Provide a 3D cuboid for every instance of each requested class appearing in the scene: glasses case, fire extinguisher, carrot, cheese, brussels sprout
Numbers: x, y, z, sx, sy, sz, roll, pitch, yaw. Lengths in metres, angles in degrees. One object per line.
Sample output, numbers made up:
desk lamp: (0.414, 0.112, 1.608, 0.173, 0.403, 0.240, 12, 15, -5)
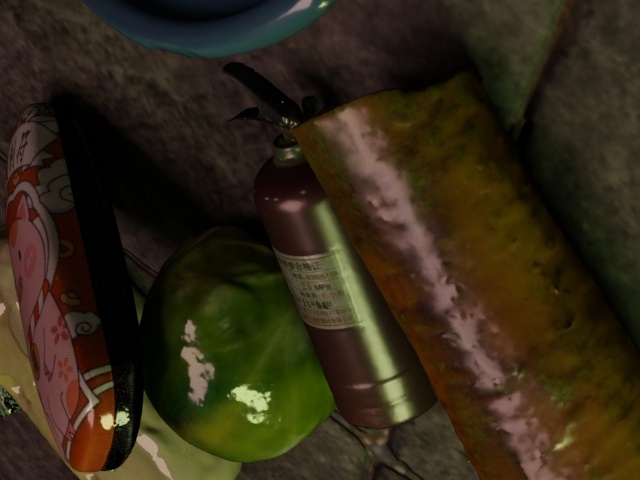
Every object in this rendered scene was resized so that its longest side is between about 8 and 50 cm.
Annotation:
glasses case: (-0.164, 0.026, 1.076, 0.103, 0.067, 0.266, 114, 145, -47)
fire extinguisher: (0.000, 0.000, 0.977, 0.099, 0.071, 0.231, 17, 136, 53)
carrot: (0.099, 0.043, 0.880, 0.114, 0.114, 0.302, -14, 109, 52)
cheese: (-0.175, 0.104, 1.243, 0.263, 0.093, 0.159, 51, 144, -4)
brussels sprout: (-0.061, 0.076, 1.068, 0.151, 0.122, 0.149, 47, 142, 0)

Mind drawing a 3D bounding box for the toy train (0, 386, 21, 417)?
toy train: (-0.292, 0.087, 1.397, 0.071, 0.038, 0.148, -5, 119, 49)

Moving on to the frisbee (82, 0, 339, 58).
frisbee: (-0.040, -0.226, 0.744, 0.289, 0.049, 0.289, 3, 94, 43)
